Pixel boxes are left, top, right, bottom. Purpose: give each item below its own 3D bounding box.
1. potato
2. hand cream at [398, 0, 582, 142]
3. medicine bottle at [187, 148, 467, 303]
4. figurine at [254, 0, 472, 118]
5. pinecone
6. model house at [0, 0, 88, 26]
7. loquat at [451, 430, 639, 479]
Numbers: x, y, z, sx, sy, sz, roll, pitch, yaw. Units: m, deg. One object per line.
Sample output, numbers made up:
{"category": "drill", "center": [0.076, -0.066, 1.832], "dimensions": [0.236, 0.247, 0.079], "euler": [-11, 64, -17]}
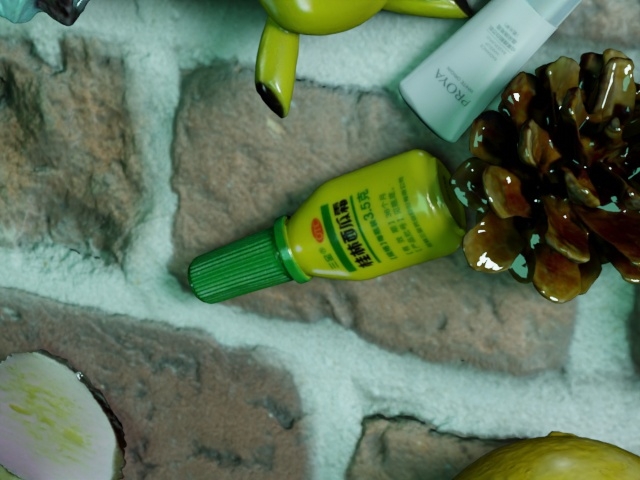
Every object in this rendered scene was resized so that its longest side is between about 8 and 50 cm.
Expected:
{"category": "potato", "center": [-0.367, 0.279, 1.560], "dimensions": [0.229, 0.229, 0.266], "euler": [41, 121, 7]}
{"category": "hand cream", "center": [0.176, -0.197, 1.265], "dimensions": [0.079, 0.048, 0.255], "euler": [46, 118, 3]}
{"category": "medicine bottle", "center": [0.000, 0.000, 1.385], "dimensions": [0.309, 0.076, 0.111], "euler": [-19, 96, 28]}
{"category": "figurine", "center": [0.007, -0.300, 1.226], "dimensions": [0.218, 0.169, 0.326], "euler": [-18, 134, -5]}
{"category": "pinecone", "center": [0.233, -0.057, 1.201], "dimensions": [0.201, 0.202, 0.229], "euler": [10, 97, 60]}
{"category": "model house", "center": [-0.328, -0.368, 1.322], "dimensions": [0.280, 0.230, 0.249], "euler": [35, 109, 11]}
{"category": "loquat", "center": [0.250, 0.327, 1.264], "dimensions": [0.359, 0.328, 0.328], "euler": [-36, 90, -16]}
